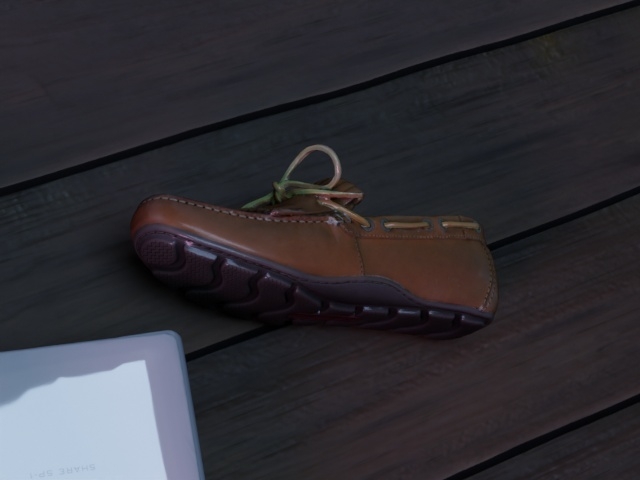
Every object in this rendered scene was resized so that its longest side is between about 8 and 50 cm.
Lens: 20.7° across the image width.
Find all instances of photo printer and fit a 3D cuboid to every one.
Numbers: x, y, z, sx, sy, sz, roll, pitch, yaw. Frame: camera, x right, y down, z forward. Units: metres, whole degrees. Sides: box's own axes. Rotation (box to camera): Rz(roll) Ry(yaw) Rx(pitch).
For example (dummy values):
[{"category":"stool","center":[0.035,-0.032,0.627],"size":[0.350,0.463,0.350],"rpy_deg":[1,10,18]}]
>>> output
[{"category":"photo printer","center":[-0.216,0.242,1.462],"size":[0.256,0.107,0.308],"rpy_deg":[-6,75,-16]}]

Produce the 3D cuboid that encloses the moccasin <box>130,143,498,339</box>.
[{"category":"moccasin","center":[0.001,-0.001,1.647],"size":[0.380,0.139,0.147],"rpy_deg":[6,69,-24]}]
